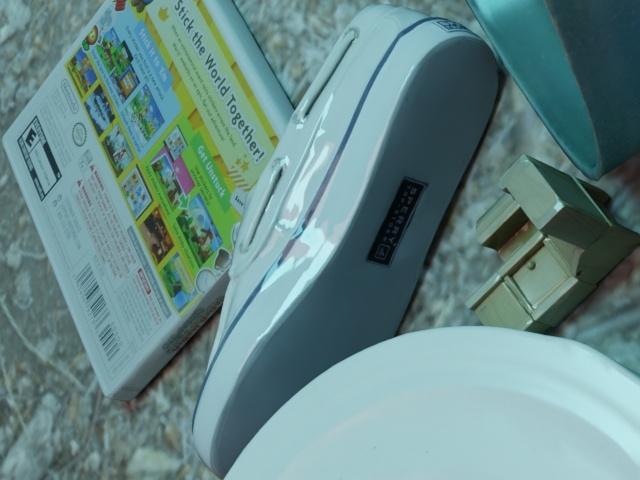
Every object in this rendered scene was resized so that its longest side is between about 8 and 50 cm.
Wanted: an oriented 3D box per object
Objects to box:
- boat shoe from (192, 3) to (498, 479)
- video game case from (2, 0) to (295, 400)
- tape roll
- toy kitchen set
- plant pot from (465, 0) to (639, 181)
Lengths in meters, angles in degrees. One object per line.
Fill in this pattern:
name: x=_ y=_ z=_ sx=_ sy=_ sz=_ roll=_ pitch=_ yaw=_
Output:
boat shoe: x=0.000 y=0.000 z=0.703 sx=0.084 sy=0.095 sz=0.258 roll=33 pitch=94 yaw=44
video game case: x=-0.106 y=-0.051 z=0.845 sx=0.206 sy=0.026 sz=0.227 roll=-47 pitch=54 yaw=26
tape roll: x=0.070 y=0.182 z=0.557 sx=0.286 sy=0.100 sz=0.286 roll=-13 pitch=67 yaw=32
toy kitchen set: x=0.085 y=-0.003 z=0.626 sx=0.083 sy=0.075 sz=0.068 roll=-47 pitch=53 yaw=21
plant pot: x=0.121 y=-0.198 z=0.519 sx=0.196 sy=0.293 sz=0.293 roll=-29 pitch=60 yaw=5
